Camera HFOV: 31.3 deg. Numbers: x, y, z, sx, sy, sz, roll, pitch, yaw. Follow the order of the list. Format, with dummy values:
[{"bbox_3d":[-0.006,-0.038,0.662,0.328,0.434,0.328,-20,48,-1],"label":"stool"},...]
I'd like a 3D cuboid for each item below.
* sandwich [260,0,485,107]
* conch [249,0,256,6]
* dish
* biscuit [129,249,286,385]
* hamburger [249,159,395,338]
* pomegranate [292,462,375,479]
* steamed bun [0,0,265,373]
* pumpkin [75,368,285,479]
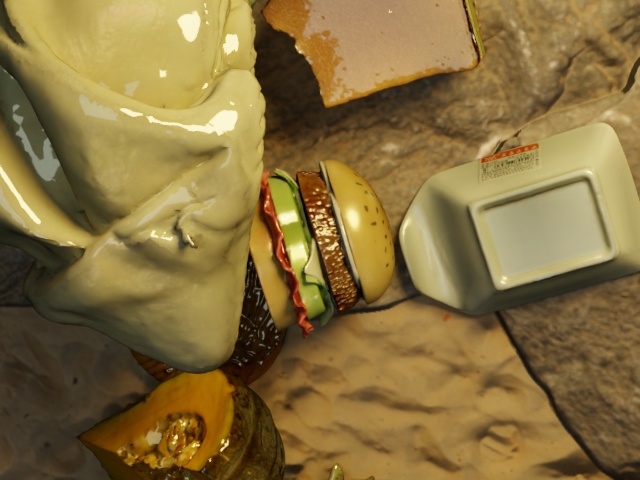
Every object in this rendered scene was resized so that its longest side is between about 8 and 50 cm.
[{"bbox_3d":[0.039,-0.247,1.057,0.186,0.108,0.220,-13,101,13],"label":"sandwich"},{"bbox_3d":[-0.094,-0.294,1.080,0.116,0.106,0.173,38,122,20],"label":"conch"},{"bbox_3d":[0.192,-0.007,1.104,0.234,0.064,0.154,-17,99,15],"label":"dish"},{"bbox_3d":[-0.127,0.077,1.204,0.187,0.027,0.188,2,103,10],"label":"biscuit"},{"bbox_3d":[0.001,0.002,1.097,0.136,0.175,0.175,-16,99,2],"label":"hamburger"},{"bbox_3d":[0.017,0.333,1.185,0.152,0.131,0.191,-28,72,31],"label":"pomegranate"},{"bbox_3d":[-0.189,-0.090,0.988,0.255,0.342,0.368,3,128,-16],"label":"steamed bun"},{"bbox_3d":[-0.132,0.206,1.184,0.248,0.126,0.131,0,145,43],"label":"pumpkin"}]
